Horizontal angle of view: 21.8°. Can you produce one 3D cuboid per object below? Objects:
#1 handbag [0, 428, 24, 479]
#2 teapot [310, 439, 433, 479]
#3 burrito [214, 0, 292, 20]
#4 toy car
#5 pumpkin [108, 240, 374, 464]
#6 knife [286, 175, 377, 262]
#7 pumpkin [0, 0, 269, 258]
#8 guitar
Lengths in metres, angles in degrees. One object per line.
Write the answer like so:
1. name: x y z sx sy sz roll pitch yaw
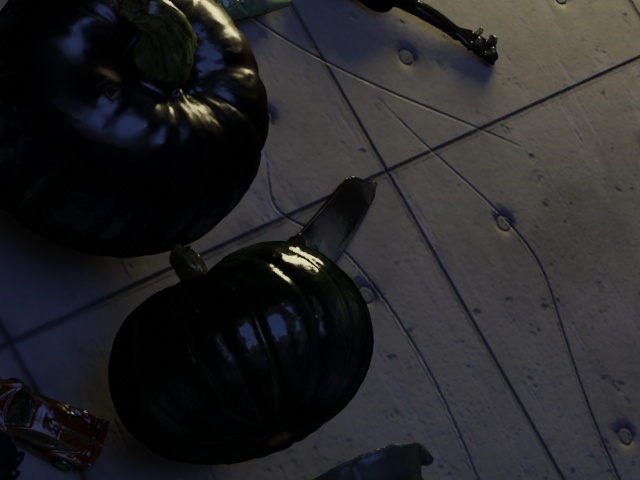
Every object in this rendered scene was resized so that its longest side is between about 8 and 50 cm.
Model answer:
1. handbag: -0.401 0.175 1.400 0.247 0.080 0.223 46 46 -2
2. teapot: 0.061 0.322 1.571 0.203 0.171 0.225 -22 72 -6
3. burrito: -0.085 -0.276 1.815 0.118 0.044 0.074 -19 75 -32
4. toy car: -0.256 0.165 1.514 0.122 0.035 0.059 29 60 -19
5. pumpkin: -0.080 0.095 1.524 0.250 0.250 0.216 -30 84 -37
6. knife: 0.000 0.000 1.756 0.060 0.028 0.230 54 49 -14
7. pumpkin: -0.172 -0.137 1.555 0.296 0.296 0.295 13 63 -26
8. guitar: 0.104 -0.278 1.932 0.271 0.038 0.084 26 59 -19
